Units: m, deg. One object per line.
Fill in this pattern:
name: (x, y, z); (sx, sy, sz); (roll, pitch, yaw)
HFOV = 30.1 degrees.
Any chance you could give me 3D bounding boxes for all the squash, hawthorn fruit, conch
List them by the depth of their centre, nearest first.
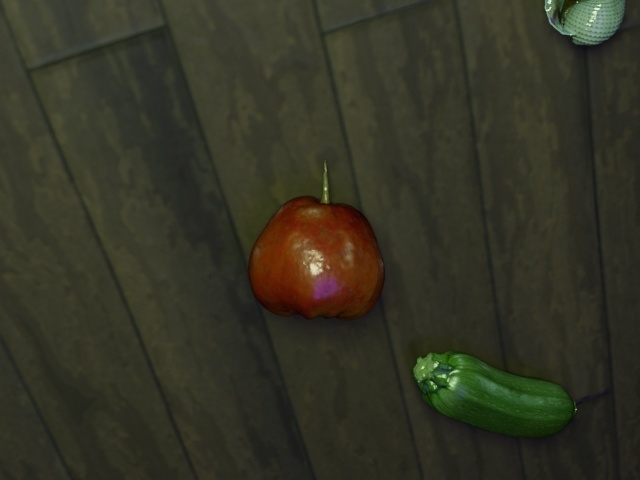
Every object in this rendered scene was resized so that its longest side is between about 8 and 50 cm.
conch: (0.232, -0.215, 1.048); (0.076, 0.056, 0.085); (14, 100, -5)
hawthorn fruit: (0.000, 0.016, 1.091); (0.125, 0.125, 0.140); (12, 121, -26)
squash: (0.188, 0.170, 1.297); (0.219, 0.068, 0.077); (22, 124, -30)
